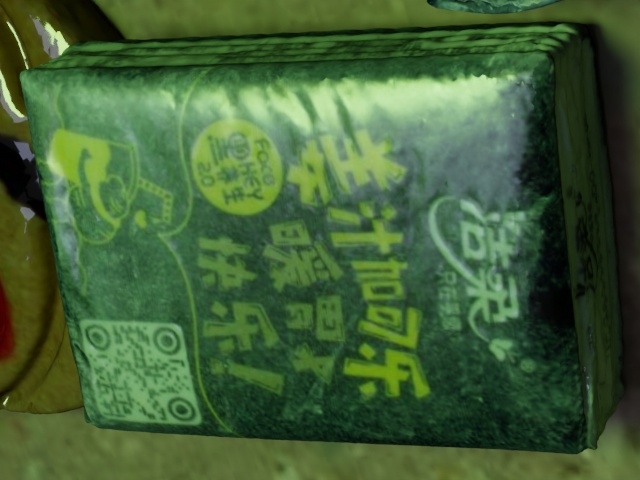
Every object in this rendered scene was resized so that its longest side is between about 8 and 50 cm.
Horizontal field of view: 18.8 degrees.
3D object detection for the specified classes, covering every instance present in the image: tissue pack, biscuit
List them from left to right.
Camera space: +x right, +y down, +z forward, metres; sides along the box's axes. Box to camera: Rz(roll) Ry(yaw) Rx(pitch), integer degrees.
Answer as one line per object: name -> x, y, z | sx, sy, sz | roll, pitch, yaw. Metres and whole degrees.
biscuit -> -0.241, -0.023, 1.065 | 0.367, 0.063, 0.314 | 12, 114, 28
tissue pack -> 0.000, 0.000, 0.881 | 0.257, 0.081, 0.185 | 0, 111, 23

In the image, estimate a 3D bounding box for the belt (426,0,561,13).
belt -> 0.096, -0.171, 0.770 | 0.190, 0.082, 0.141 | -35, 83, 36
